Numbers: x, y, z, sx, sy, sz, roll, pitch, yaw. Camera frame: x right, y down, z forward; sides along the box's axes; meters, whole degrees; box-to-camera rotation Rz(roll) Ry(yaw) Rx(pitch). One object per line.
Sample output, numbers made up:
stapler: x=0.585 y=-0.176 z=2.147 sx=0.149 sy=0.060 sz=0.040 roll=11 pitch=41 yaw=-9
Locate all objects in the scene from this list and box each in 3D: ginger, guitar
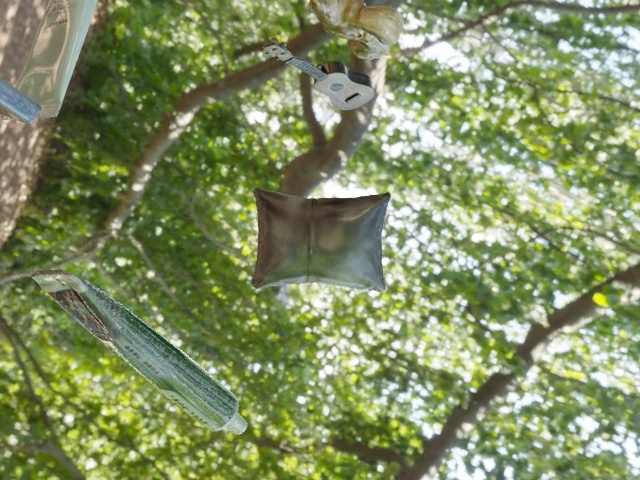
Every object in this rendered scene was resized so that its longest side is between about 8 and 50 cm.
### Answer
ginger: x=0.045 y=-0.302 z=1.028 sx=0.214 sy=0.133 sz=0.059 roll=-111 pitch=-142 yaw=-85
guitar: x=-0.008 y=-0.297 z=1.293 sx=0.084 sy=0.271 sz=0.038 roll=-26 pitch=-118 yaw=33

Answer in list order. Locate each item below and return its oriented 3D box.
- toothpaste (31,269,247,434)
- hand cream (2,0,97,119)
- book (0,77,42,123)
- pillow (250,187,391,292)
toothpaste: x=-0.220 y=0.160 z=0.989 sx=0.098 sy=0.392 sz=0.061 roll=-3 pitch=-130 yaw=41
hand cream: x=-0.398 y=-0.327 z=1.133 sx=0.067 sy=0.109 sz=0.321 roll=47 pitch=50 yaw=-56
book: x=-0.376 y=-0.188 z=0.591 sx=0.191 sy=0.269 sz=0.025 roll=23 pitch=-100 yaw=36
pillow: x=0.000 y=0.000 z=1.324 sx=0.106 sy=0.249 sz=0.186 roll=-48 pitch=139 yaw=-84
